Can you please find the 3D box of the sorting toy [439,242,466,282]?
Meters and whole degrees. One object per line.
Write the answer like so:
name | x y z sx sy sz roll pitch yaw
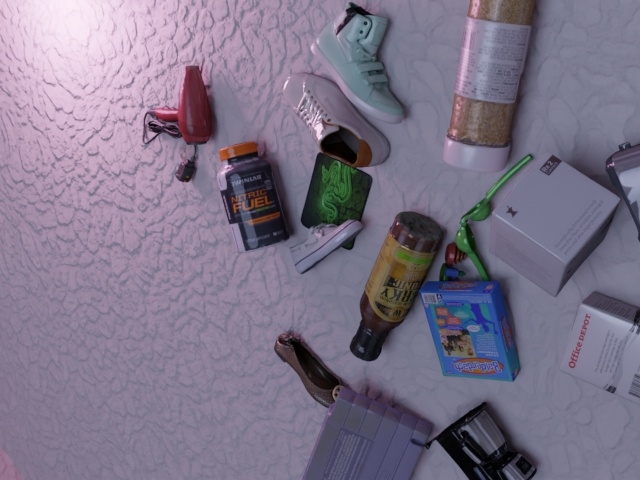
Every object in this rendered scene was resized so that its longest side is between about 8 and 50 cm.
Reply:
sorting toy | 0.273 0.055 1.595 0.042 0.061 0.102 7 120 -3

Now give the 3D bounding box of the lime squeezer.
lime squeezer | 0.323 -0.028 1.525 0.110 0.059 0.310 22 115 30

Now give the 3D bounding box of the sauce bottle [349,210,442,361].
sauce bottle | 0.151 0.107 1.659 0.111 0.111 0.344 33 122 24

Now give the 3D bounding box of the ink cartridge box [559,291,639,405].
ink cartridge box | 0.554 0.199 1.404 0.203 0.086 0.148 23 117 30

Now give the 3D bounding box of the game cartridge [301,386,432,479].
game cartridge | 0.092 0.521 1.814 0.230 0.068 0.355 24 118 11

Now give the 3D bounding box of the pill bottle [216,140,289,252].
pill bottle | -0.163 -0.103 1.810 0.130 0.130 0.245 -10 98 38

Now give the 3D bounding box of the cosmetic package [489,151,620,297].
cosmetic package | 0.400 -0.024 1.358 0.151 0.183 0.151 38 80 21

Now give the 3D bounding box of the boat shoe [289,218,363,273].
boat shoe | 0.000 0.000 1.743 0.226 0.083 0.075 -37 84 41

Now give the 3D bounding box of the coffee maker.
coffee maker | 0.338 0.454 1.636 0.178 0.120 0.171 53 150 13

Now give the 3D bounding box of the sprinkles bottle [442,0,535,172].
sprinkles bottle | 0.306 -0.306 1.411 0.121 0.121 0.355 19 114 31

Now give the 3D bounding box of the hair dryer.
hair dryer | -0.358 -0.305 1.923 0.223 0.080 0.293 46 125 17

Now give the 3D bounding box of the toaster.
toaster | 0.581 -0.074 1.277 0.146 0.129 0.226 -26 87 36

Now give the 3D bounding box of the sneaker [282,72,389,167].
sneaker | 0.010 -0.257 1.644 0.290 0.123 0.106 41 126 21

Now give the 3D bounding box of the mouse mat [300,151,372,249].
mouse mat | 0.032 -0.088 1.751 0.153 0.007 0.189 29 118 27

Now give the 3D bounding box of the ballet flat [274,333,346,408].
ballet flat | -0.016 0.309 1.862 0.250 0.084 0.058 44 126 25

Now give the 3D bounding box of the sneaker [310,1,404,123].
sneaker | 0.102 -0.360 1.563 0.256 0.094 0.151 49 123 12

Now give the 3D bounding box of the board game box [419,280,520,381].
board game box | 0.302 0.182 1.579 0.160 0.047 0.210 -1 116 36
